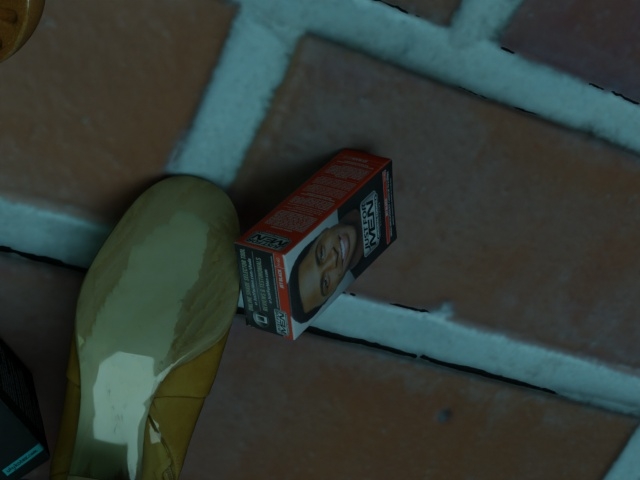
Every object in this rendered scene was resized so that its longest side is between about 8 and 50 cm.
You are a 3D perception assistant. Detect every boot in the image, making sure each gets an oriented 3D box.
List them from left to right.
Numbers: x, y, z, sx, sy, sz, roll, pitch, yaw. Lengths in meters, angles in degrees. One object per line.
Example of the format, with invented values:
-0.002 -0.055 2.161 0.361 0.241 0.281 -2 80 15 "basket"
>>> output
-0.137 0.119 0.961 0.104 0.295 0.211 16 153 -6 "boot"

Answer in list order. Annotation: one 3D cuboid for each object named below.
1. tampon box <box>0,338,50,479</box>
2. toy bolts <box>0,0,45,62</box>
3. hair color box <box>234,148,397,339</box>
-0.279 0.099 0.902 0.120 0.101 0.161 -32 124 -1 "tampon box"
-0.237 -0.223 0.742 0.218 0.158 0.228 29 123 10 "toy bolts"
0.000 0.000 0.942 0.141 0.043 0.072 -43 137 -43 "hair color box"
